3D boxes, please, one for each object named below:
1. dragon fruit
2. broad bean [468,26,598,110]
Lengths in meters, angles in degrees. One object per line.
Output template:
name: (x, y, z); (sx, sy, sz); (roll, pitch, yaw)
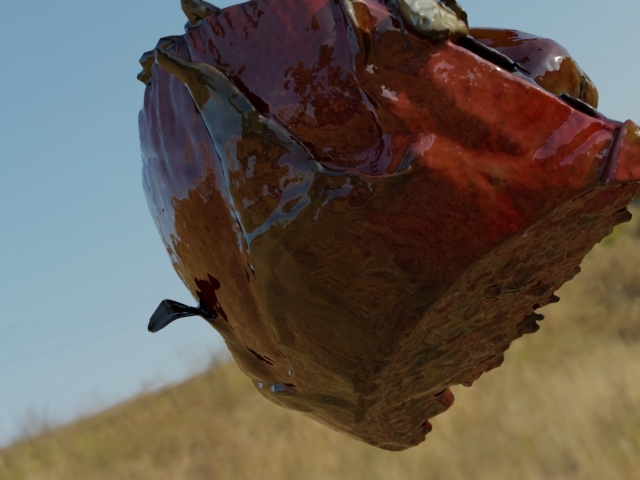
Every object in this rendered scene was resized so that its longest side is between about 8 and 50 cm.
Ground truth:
dragon fruit: (0.000, 0.000, 0.896); (0.100, 0.282, 0.343); (-55, -2, -42)
broad bean: (0.089, -0.085, 1.026); (0.165, 0.084, 0.114); (5, 56, 36)
